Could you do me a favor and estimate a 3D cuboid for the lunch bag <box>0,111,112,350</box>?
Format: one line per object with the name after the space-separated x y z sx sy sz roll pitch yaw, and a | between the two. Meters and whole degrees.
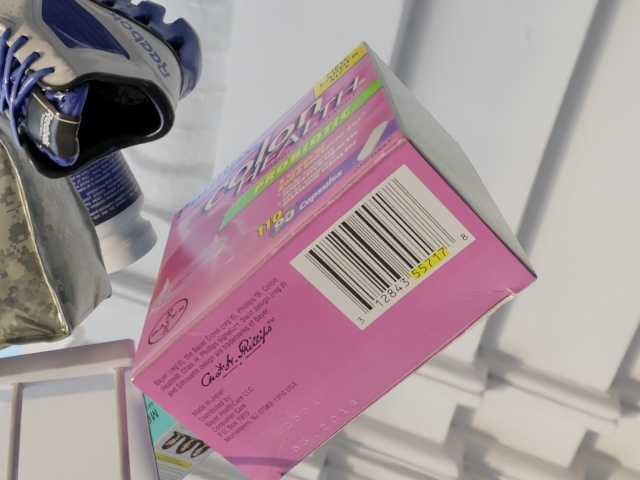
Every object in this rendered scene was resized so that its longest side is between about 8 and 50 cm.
-0.374 -0.027 1.004 0.169 0.287 0.235 -14 -172 0 | lunch bag

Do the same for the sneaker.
-0.253 -0.158 0.729 0.316 0.127 0.182 15 -144 -17 | sneaker

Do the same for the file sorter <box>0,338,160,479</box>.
-0.241 0.208 0.541 0.278 0.193 0.173 -8 -138 -11 | file sorter

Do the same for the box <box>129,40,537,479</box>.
0.000 0.000 0.584 0.117 0.213 0.243 44 -164 -19 | box

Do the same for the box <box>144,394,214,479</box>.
-0.172 0.221 0.994 0.060 0.244 0.100 53 -172 38 | box

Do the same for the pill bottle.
-0.368 -0.087 1.332 0.153 0.264 0.153 -21 -158 9 | pill bottle
